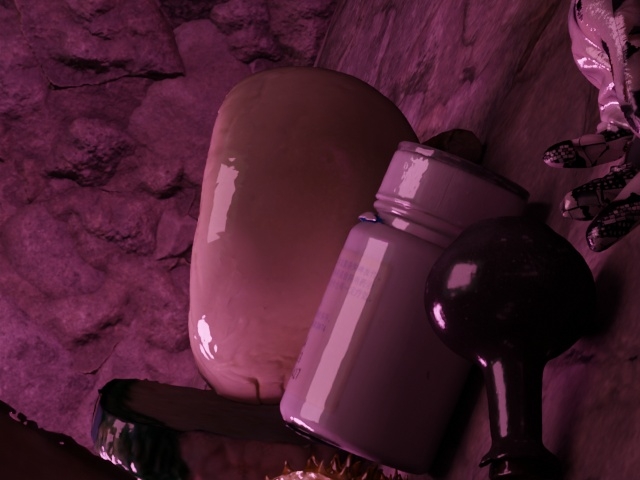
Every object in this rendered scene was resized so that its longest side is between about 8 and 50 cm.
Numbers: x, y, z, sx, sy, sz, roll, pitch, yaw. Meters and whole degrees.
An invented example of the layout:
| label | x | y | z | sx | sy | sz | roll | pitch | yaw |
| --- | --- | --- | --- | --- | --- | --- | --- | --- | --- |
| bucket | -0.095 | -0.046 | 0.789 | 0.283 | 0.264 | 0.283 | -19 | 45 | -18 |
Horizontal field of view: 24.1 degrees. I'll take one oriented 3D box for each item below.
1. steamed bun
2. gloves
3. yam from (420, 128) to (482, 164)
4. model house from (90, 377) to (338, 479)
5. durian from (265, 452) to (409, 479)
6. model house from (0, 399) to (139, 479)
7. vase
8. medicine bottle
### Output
| label | x | y | z | sx | sy | sz | roll | pitch | yaw |
| --- | --- | --- | --- | --- | --- | --- | --- | --- | --- |
| steamed bun | 0.000 | 0.000 | 1.460 | 0.312 | 0.233 | 0.334 | 101 | 174 | -87 |
| gloves | 0.211 | -0.088 | 0.981 | 0.127 | 0.111 | 0.212 | -44 | 53 | 56 |
| yam | 0.117 | -0.079 | 1.623 | 0.241 | 0.056 | 0.057 | 160 | 132 | -75 |
| model house | -0.125 | 0.303 | 1.557 | 0.298 | 0.243 | 0.284 | -159 | 74 | -81 |
| durian | 0.012 | 0.259 | 1.286 | 0.252 | 0.144 | 0.139 | -54 | 38 | 37 |
| model house | -0.202 | 0.418 | 1.020 | 0.400 | 0.395 | 0.445 | -49 | 21 | 6 |
| vase | 0.131 | 0.078 | 1.027 | 0.120 | 0.120 | 0.183 | 128 | 148 | -58 |
| medicine bottle | 0.074 | 0.056 | 1.267 | 0.143 | 0.143 | 0.258 | -159 | 91 | -81 |
